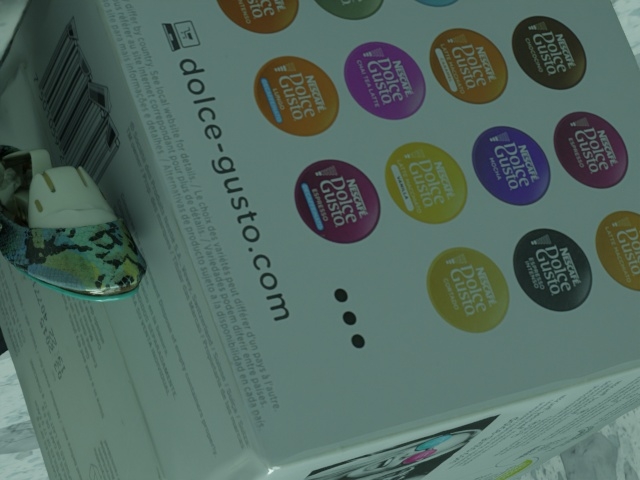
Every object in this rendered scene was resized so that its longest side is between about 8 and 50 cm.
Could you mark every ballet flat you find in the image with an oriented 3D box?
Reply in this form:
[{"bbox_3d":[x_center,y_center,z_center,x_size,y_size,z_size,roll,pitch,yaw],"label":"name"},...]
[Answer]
[{"bbox_3d":[-0.153,-0.016,1.069,0.070,0.070,0.188,-12,-162,-29],"label":"ballet flat"}]

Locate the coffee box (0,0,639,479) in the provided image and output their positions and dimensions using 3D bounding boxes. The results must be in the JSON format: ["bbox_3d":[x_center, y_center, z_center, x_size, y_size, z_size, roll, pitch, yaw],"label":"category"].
[{"bbox_3d":[0.000,0.000,1.222,0.334,0.338,0.338,-12,162,-27],"label":"coffee box"}]

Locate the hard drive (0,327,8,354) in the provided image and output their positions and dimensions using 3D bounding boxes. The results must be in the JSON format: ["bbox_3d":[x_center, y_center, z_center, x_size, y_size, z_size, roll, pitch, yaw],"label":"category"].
[{"bbox_3d":[-0.350,0.133,1.452,0.237,0.064,0.339,-51,175,11],"label":"hard drive"}]

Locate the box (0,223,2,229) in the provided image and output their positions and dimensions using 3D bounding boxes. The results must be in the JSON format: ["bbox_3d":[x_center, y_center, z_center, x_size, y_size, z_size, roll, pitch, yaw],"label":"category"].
[{"bbox_3d":[-0.365,0.063,1.086,0.290,0.177,0.279,-42,177,-28],"label":"box"}]
